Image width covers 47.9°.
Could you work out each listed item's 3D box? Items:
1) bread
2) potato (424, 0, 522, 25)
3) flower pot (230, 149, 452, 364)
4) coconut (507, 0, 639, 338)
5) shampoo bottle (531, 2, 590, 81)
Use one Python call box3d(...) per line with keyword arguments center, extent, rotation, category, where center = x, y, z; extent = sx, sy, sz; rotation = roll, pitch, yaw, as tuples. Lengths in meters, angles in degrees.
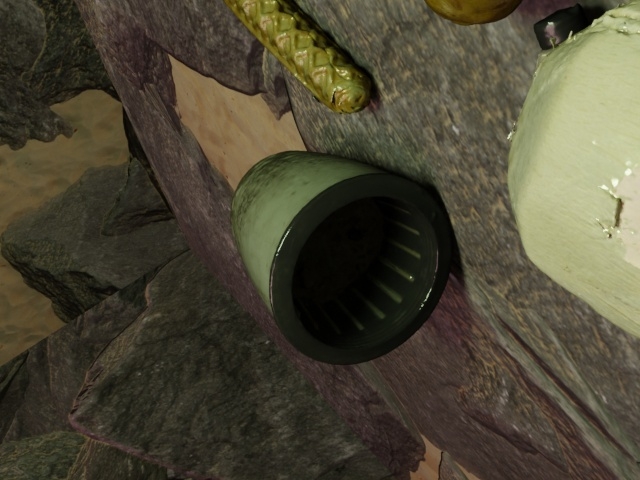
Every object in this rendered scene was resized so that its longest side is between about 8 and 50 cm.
box3d(center=(-0.054, -0.316, 1.076), extent=(0.367, 0.084, 0.077), rotation=(48, 118, 21), category="bread")
box3d(center=(0.095, -0.319, 0.531), extent=(0.195, 0.176, 0.369), rotation=(34, 158, 38), category="potato")
box3d(center=(0.000, 0.000, 1.158), extent=(0.330, 0.293, 0.294), rotation=(36, 154, 59), category="flower pot")
box3d(center=(0.260, -0.038, 0.451), extent=(0.247, 0.245, 0.245), rotation=(37, 155, 48), category="coconut")
box3d(center=(0.259, -0.088, 0.648), extent=(0.257, 0.078, 0.127), rotation=(62, 162, -15), category="shampoo bottle")
